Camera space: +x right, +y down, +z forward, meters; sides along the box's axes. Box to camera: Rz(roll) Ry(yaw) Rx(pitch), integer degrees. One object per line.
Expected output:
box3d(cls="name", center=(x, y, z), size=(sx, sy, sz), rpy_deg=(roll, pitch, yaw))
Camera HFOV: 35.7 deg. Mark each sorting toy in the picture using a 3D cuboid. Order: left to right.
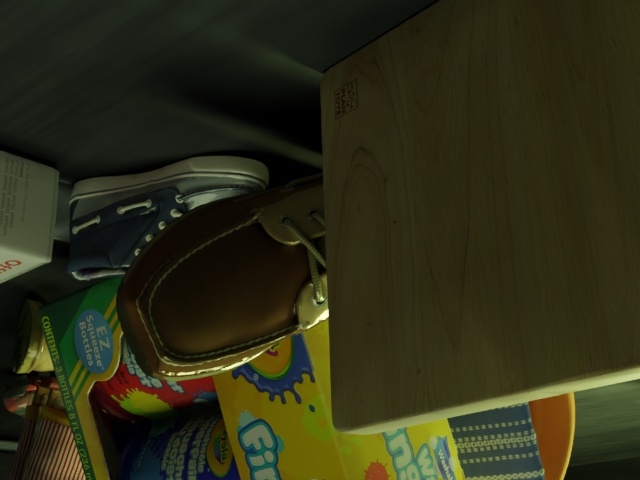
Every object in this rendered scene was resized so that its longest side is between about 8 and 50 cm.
box3d(cls="sorting toy", center=(0.118, -0.025, 0.605), size=(0.089, 0.257, 0.255), rpy_deg=(15, 154, -38))

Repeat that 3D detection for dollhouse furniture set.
box3d(cls="dollhouse furniture set", center=(-0.222, 0.310, 1.316), size=(0.374, 0.201, 0.152), rpy_deg=(17, 168, -26))

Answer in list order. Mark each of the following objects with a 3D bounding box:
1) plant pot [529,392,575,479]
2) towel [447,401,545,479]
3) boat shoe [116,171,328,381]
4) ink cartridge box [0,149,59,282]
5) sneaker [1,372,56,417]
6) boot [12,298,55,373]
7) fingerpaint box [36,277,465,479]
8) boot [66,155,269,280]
box3d(cls="plant pot", center=(0.176, 0.237, 1.332), size=(0.290, 0.291, 0.203), rpy_deg=(17, 169, -40))
box3d(cls="towel", center=(0.087, 0.149, 1.010), size=(0.243, 0.336, 0.040), rpy_deg=(-11, -175, 22))
box3d(cls="boat shoe", center=(0.000, 0.000, 0.744), size=(0.324, 0.123, 0.120), rpy_deg=(-27, -175, -40))
box3d(cls="ink cartridge box", center=(-0.349, -0.028, 0.810), size=(0.158, 0.092, 0.217), rpy_deg=(-19, 155, 40))
box3d(cls="sneaker", center=(-0.366, 0.281, 1.576), size=(0.276, 0.135, 0.097), rpy_deg=(7, 160, -19))
box3d(cls="boot", center=(-0.248, 0.134, 1.269), size=(0.269, 0.089, 0.236), rpy_deg=(7, 171, -18))
box3d(cls="fingerpaint box", center=(-0.060, 0.221, 0.958), size=(0.371, 0.445, 0.163), rpy_deg=(-19, 176, 41))
box3d(cls="boot", center=(-0.133, -0.015, 0.862), size=(0.189, 0.086, 0.069), rpy_deg=(-9, 158, 20))
